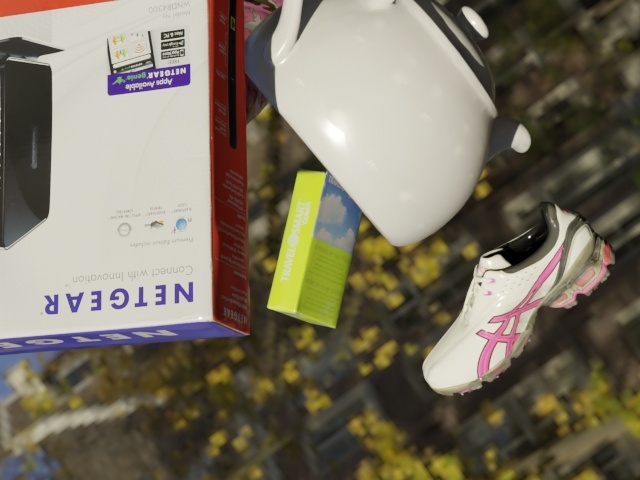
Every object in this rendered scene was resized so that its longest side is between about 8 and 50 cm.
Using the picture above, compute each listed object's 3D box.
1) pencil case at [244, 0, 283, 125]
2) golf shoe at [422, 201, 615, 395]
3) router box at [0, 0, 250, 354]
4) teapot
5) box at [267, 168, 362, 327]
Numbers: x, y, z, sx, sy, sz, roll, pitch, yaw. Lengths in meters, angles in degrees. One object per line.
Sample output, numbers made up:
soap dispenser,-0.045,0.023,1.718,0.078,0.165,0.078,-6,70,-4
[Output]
pencil case,-0.131,-0.249,2.338,0.386,0.167,0.160,-65,-41,-59
golf shoe,0.143,0.044,1.411,0.086,0.186,0.067,40,-169,-26
router box,-0.224,-0.065,1.379,0.082,0.335,0.301,32,-126,-69
teapot,0.063,-0.135,1.505,0.252,0.187,0.256,49,-178,-2
box,0.000,0.000,1.944,0.042,0.178,0.109,10,173,28
